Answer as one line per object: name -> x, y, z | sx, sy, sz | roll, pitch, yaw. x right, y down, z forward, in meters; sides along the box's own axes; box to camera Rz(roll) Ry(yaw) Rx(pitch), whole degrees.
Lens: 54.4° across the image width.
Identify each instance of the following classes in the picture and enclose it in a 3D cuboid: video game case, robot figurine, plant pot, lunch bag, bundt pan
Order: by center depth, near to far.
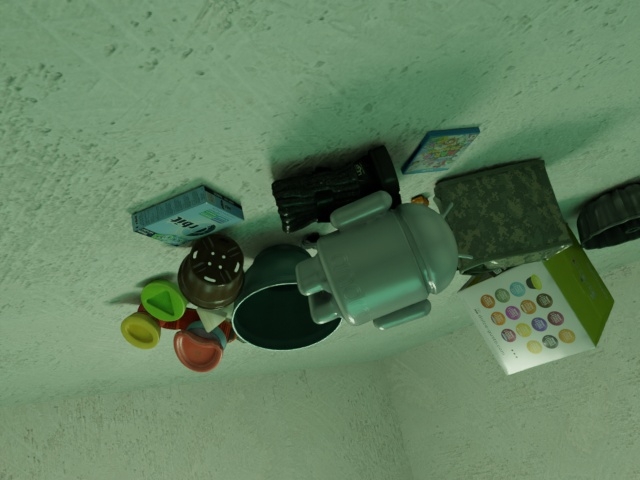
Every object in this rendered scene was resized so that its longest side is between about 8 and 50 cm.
robot figurine -> 0.128, 0.048, 1.276 | 0.354, 0.299, 0.199 | -23, -155, 3
video game case -> 0.258, -0.192, 1.353 | 0.119, 0.015, 0.166 | -8, 161, -17
plant pot -> -0.255, 0.067, 1.484 | 0.167, 0.166, 0.165 | -8, 164, -16
lunch bag -> 0.432, -0.048, 1.542 | 0.287, 0.235, 0.169 | -10, 163, -12
plant pot -> -0.094, 0.136, 1.685 | 0.293, 0.196, 0.293 | -4, 137, -4
bundt pan -> 0.975, -0.087, 1.984 | 0.331, 0.124, 0.331 | -12, 161, -4

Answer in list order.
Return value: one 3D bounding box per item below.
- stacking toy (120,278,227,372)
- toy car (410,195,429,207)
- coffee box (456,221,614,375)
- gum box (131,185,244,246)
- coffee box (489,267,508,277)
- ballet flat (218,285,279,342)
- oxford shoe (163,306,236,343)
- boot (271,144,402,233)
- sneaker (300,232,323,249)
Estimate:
stacking toy -> -0.400, 0.223, 1.825 | 0.309, 0.130, 0.279 | 26, 124, -2
toy car -> 0.224, -0.078, 1.612 | 0.122, 0.040, 0.060 | -17, 161, 9
coffee box -> 0.737, 0.193, 2.116 | 0.334, 0.337, 0.338 | -31, -179, 41
gum box -> -0.283, -0.048, 1.344 | 0.185, 0.041, 0.157 | -19, 161, 17
coffee box -> 0.524, -0.002, 1.857 | 0.168, 0.118, 0.297 | -38, 154, 13
ballet flat -> -0.261, 0.225, 1.999 | 0.182, 0.163, 0.483 | 13, 156, -12
oxford shoe -> -0.383, 0.254, 1.963 | 0.272, 0.096, 0.098 | 17, -175, 10
boot -> 0.043, -0.066, 1.373 | 0.260, 0.131, 0.348 | -22, 150, 2
sneaker -> 0.000, 0.000, 1.681 | 0.098, 0.038, 0.069 | -5, 160, -24
